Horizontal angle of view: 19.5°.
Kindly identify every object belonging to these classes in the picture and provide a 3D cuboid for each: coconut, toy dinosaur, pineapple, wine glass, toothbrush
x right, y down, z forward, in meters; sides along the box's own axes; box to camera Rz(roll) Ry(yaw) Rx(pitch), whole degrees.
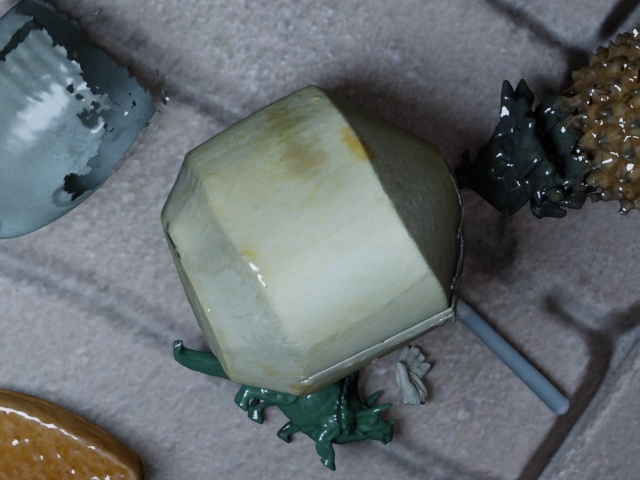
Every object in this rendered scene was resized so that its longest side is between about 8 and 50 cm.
[{"bbox_3d":[0.000,0.000,1.902,0.323,0.323,0.323,-5,112,-14],"label":"coconut"},{"bbox_3d":[-0.046,0.180,2.070,0.292,0.079,0.120,11,101,-22],"label":"toy dinosaur"},{"bbox_3d":[0.306,-0.115,2.002,0.357,0.223,0.223,-16,114,3],"label":"pineapple"},{"bbox_3d":[-0.323,-0.069,1.839,0.190,0.190,0.357,39,100,-25],"label":"wine glass"},{"bbox_3d":[0.179,0.091,2.128,0.030,0.025,0.342,-43,115,1],"label":"toothbrush"}]

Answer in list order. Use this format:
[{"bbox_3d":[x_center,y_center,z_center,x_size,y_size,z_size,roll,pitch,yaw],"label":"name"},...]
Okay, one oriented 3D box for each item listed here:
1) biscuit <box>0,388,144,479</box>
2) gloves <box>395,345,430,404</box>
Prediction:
[{"bbox_3d":[-0.385,0.360,2.009,0.455,0.078,0.350,-36,103,5],"label":"biscuit"},{"bbox_3d":[0.103,0.161,2.124,0.044,0.037,0.081,0,96,-54],"label":"gloves"}]
